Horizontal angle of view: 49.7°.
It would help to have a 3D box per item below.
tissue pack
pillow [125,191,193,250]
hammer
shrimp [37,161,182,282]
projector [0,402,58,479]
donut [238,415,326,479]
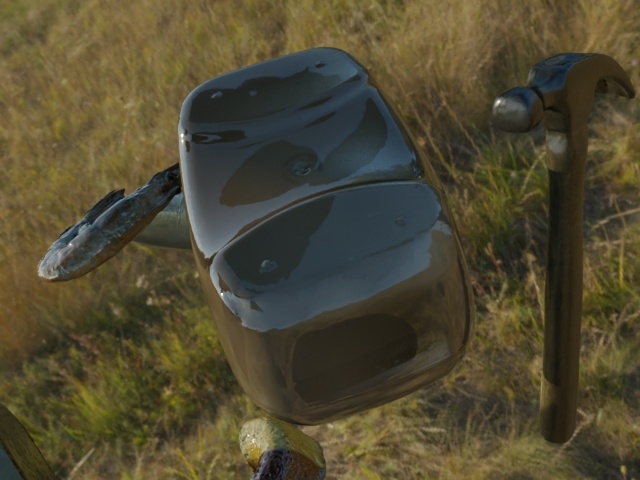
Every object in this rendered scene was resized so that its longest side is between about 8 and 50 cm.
[{"bbox_3d":[0.000,0.000,0.758,0.267,0.277,0.387,-21,49,-2],"label":"tissue pack"},{"bbox_3d":[-0.177,-0.032,1.004,0.254,0.144,0.078,-2,70,0],"label":"pillow"},{"bbox_3d":[0.235,0.034,0.678,0.168,0.440,0.044,-31,37,-31],"label":"hammer"},{"bbox_3d":[-0.252,-0.028,0.845,0.223,0.047,0.126,-43,32,-23],"label":"shrimp"},{"bbox_3d":[-0.460,0.354,0.847,0.249,0.248,0.248,-35,73,-21],"label":"projector"},{"bbox_3d":[-0.082,0.410,1.187,0.151,0.112,0.295,-30,30,26],"label":"donut"}]
